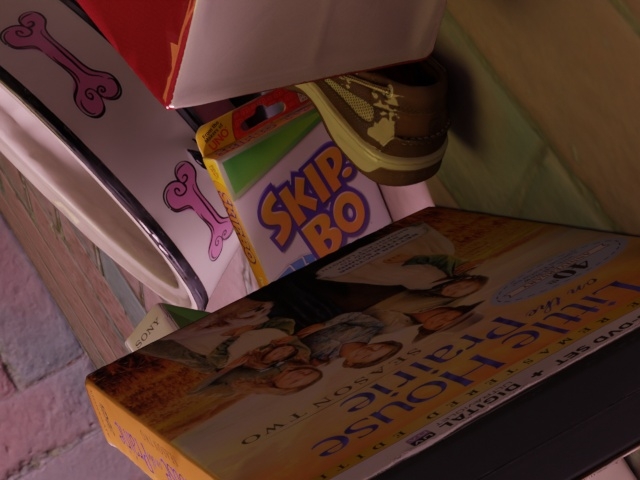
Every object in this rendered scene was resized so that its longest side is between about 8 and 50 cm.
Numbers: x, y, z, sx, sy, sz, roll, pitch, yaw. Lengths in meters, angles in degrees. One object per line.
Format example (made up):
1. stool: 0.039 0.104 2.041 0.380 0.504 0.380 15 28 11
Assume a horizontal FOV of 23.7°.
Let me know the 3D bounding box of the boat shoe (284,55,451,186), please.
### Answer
1. boat shoe: 0.008 -0.152 1.085 0.257 0.095 0.095 44 143 30

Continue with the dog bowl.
1. dog bowl: -0.216 -0.120 1.505 0.408 0.150 0.408 42 167 12

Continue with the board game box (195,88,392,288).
1. board game box: 0.000 0.000 1.259 0.039 0.124 0.259 11 127 64

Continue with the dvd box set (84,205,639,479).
1. dvd box set: 0.042 0.077 0.945 0.062 0.307 0.420 68 163 -13

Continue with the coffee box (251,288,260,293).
1. coffee box: -0.016 0.143 1.677 0.184 0.040 0.113 53 161 26

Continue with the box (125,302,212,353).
1. box: 0.000 0.170 1.330 0.322 0.058 0.232 19 -152 -55

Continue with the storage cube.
1. storage cube: -0.037 -0.213 0.851 0.193 0.215 0.184 51 140 34

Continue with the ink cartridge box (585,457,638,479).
1. ink cartridge box: 0.160 0.277 1.083 0.353 0.207 0.119 59 162 11
